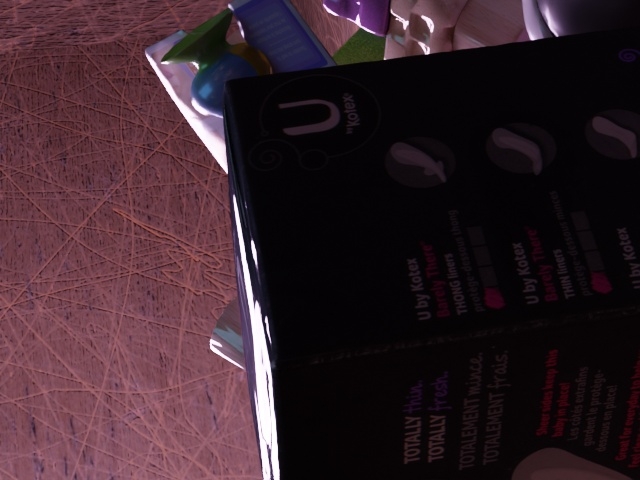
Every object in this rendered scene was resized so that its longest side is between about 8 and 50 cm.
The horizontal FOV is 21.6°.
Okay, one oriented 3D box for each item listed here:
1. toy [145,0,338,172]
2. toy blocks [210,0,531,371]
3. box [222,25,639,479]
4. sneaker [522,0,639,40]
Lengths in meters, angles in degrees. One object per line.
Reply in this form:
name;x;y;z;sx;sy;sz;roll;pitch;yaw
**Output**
toy;0.000;0.000;0.801;0.237;0.056;0.137;57;150;-11
toy blocks;0.124;-0.038;0.959;0.309;0.260;0.289;-47;-25;-33
box;0.105;0.022;0.663;0.165;0.270;0.143;89;171;-50
sneaker;0.153;-0.236;0.817;0.147;0.104;0.296;126;146;-61
